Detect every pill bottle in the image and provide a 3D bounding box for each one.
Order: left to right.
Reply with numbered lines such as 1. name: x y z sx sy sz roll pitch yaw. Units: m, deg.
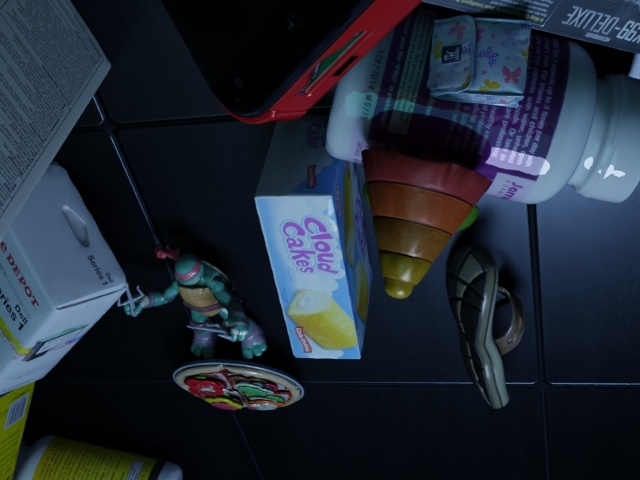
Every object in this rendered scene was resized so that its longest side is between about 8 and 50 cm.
1. pill bottle: -0.428 0.453 1.537 0.334 0.188 0.187 13 134 1
2. pill bottle: 0.167 -0.130 0.867 0.302 0.169 0.169 13 134 2

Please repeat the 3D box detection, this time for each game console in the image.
1. game console: -0.037 -0.308 0.685 0.386 0.060 0.342 -36 79 48

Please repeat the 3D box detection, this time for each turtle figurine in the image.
1. turtle figurine: -0.162 0.088 1.184 0.175 0.118 0.234 14 154 25

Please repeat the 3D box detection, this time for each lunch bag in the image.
1. lunch bag: 0.137 -0.156 0.758 0.083 0.071 0.053 7 177 7

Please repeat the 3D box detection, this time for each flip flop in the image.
1. flip flop: 0.226 0.111 1.133 0.080 0.112 0.277 -20 127 -3

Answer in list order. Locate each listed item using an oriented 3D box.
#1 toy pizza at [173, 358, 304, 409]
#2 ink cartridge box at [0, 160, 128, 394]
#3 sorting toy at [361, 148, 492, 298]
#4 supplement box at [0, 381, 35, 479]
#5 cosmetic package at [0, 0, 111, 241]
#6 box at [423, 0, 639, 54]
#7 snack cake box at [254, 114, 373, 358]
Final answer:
1. toy pizza: -0.126 0.228 1.321 0.201 0.032 0.201 5 152 3
2. ink cartridge box: -0.404 0.058 1.151 0.278 0.117 0.201 -41 76 38
3. sorting toy: 0.093 0.005 0.906 0.127 0.126 0.365 13 175 6
4. supplement box: -0.600 0.351 1.354 0.194 0.195 0.356 14 92 0
5. cosmetic package: -0.344 -0.143 0.877 0.113 0.309 0.160 -12 128 24
6. box: 0.206 -0.291 0.700 0.308 0.076 0.242 6 138 -22
7. snack cake box: 0.000 0.000 1.040 0.089 0.152 0.264 0 133 13
